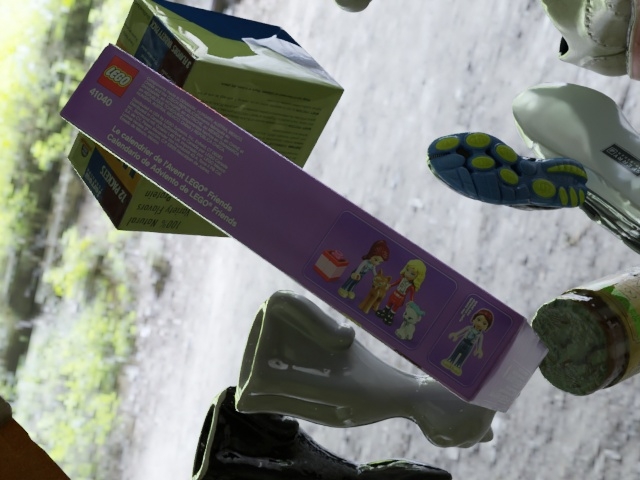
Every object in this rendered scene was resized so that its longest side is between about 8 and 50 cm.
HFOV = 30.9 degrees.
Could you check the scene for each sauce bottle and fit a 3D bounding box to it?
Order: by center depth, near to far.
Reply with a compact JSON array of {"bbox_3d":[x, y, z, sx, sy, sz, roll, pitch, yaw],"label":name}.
[{"bbox_3d":[0.377,0.073,1.274,0.111,0.344,0.111,21,119,45],"label":"sauce bottle"}]

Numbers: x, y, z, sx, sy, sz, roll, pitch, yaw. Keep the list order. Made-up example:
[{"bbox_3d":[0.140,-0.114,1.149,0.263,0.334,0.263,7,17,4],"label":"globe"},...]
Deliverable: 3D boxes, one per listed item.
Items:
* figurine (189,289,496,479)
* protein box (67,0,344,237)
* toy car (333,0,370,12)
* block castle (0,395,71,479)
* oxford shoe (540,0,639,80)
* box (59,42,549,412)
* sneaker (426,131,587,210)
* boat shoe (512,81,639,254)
[{"bbox_3d":[0.027,0.147,0.903,0.215,0.209,0.092,118,166,-44],"label":"figurine"},{"bbox_3d":[-0.123,-0.124,1.222,0.136,0.199,0.201,49,121,37],"label":"protein box"},{"bbox_3d":[0.066,-0.478,1.919,0.159,0.136,0.182,-38,-24,-41],"label":"toy car"},{"bbox_3d":[-0.219,0.314,0.838,0.213,0.453,0.303,-43,11,-23],"label":"block castle"},{"bbox_3d":[0.305,-0.303,1.293,0.397,0.146,0.141,61,-141,-56],"label":"oxford shoe"},{"bbox_3d":[0.000,0.000,0.721,0.057,0.293,0.201,-56,-18,0],"label":"box"},{"bbox_3d":[0.175,-0.058,1.121,0.078,0.188,0.067,-15,71,53],"label":"sneaker"},{"bbox_3d":[0.307,-0.065,1.222,0.301,0.108,0.102,46,157,44],"label":"boat shoe"}]
